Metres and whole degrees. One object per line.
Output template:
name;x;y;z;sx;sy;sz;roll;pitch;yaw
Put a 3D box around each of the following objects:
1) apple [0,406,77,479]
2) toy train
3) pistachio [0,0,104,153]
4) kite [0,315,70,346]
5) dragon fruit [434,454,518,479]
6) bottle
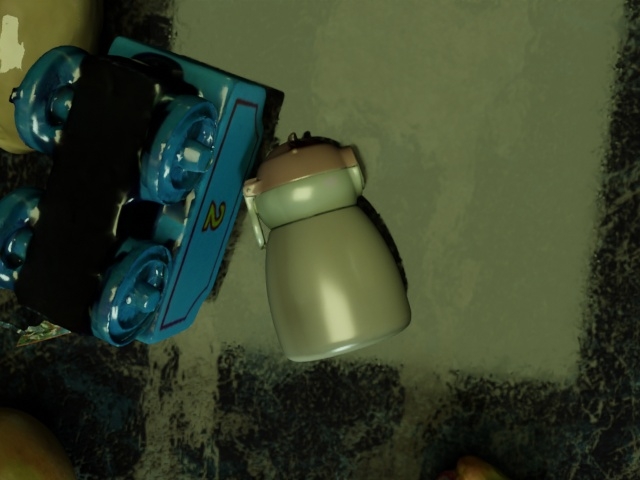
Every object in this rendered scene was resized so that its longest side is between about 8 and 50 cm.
apple;-0.405;0.308;0.891;0.253;0.253;0.253;1;99;5
toy train;-0.189;-0.042;0.797;0.188;0.265;0.300;22;101;13
pistachio;-0.317;-0.243;0.833;0.187;0.187;0.299;10;93;3
kite;-0.323;0.058;0.951;0.160;0.010;0.183;25;100;1
dragon fruit;0.189;0.394;0.830;0.189;0.290;0.291;17;100;1
bottle;0.000;0.000;0.853;0.147;0.147;0.236;-16;89;7
